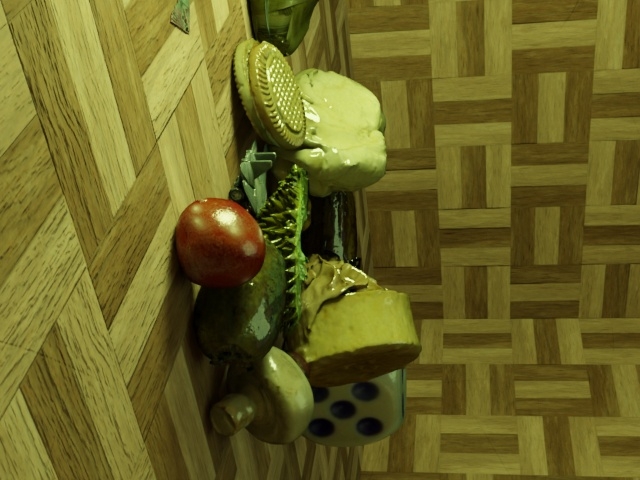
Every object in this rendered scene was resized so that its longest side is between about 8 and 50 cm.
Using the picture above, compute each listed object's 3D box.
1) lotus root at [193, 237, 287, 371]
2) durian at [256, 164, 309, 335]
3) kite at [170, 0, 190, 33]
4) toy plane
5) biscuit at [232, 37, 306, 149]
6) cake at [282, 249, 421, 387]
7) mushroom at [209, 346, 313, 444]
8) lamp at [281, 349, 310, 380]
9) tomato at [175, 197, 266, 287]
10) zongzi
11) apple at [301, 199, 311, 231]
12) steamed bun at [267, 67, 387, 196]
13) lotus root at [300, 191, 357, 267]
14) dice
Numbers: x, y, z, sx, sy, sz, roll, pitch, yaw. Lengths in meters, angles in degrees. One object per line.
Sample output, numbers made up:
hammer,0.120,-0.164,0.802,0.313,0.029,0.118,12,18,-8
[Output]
lotus root,-0.143,0.100,1.668,0.160,0.151,0.275,52,30,-44
durian,-0.062,0.036,1.866,0.198,0.163,0.395,-12,114,-45
kite,-0.246,-0.423,1.564,0.153,0.005,0.137,77,15,-46
toy plane,-0.143,-0.064,1.912,0.212,0.088,0.267,-71,166,-60
biscuit,-0.109,-0.320,1.972,0.259,0.079,0.259,-15,90,-71
cake,0.054,0.160,2.144,0.332,0.332,0.321,63,12,-68
mushroom,-0.113,0.321,1.762,0.209,0.206,0.206,-57,152,-32
lamp,-0.104,0.295,1.947,0.135,0.156,0.157,53,-29,3
tomato,-0.174,0.011,1.531,0.167,0.167,0.167,-1,90,-80
zongzi,-0.030,-0.539,2.042,0.125,0.274,0.251,-65,153,-53
apple,-0.071,-0.071,2.228,0.099,0.101,0.114,68,36,-77
steamed bun,0.011,-0.252,2.229,0.230,0.324,0.372,-48,-144,40
lotus root,0.000,0.000,2.358,0.179,0.195,0.398,14,73,-51
dice,0.073,0.362,2.435,0.277,0.304,0.304,-78,163,-52
